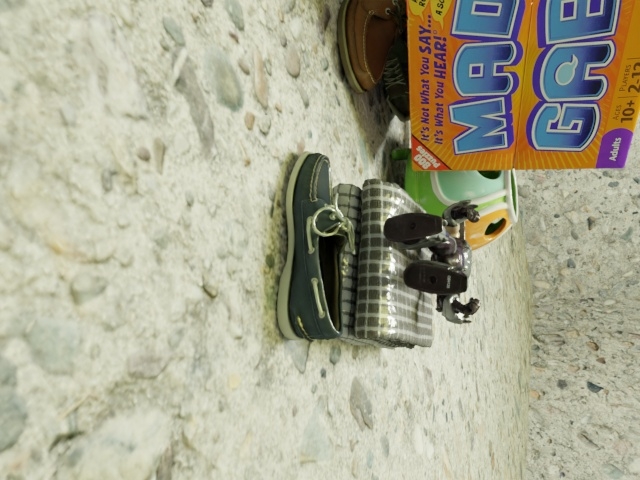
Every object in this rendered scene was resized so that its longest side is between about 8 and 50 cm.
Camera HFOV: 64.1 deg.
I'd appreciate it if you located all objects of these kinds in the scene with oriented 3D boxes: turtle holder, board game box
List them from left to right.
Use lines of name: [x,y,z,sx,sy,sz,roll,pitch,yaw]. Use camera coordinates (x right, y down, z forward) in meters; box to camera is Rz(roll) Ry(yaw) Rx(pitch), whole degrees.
turtle holder: [0.293,-0.114,1.083,0.243,0.227,0.320,67,32,-28]
board game box: [0.348,-0.370,0.913,0.357,0.356,0.356,-72,159,-48]

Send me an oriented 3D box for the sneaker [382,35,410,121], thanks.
sneaker: [0.158,-0.326,1.038,0.192,0.064,0.086,60,31,-44]

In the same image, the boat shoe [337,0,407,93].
boat shoe: [0.103,-0.404,0.905,0.110,0.104,0.308,38,52,-55]

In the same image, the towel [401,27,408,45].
towel: [0.198,-0.596,1.176,0.228,0.076,0.308,57,36,-53]

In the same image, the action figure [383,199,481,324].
action figure: [0.186,0.030,0.739,0.285,0.099,0.186,9,74,-63]

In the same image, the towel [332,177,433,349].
towel: [0.112,0.052,0.816,0.283,0.121,0.235,25,64,-59]

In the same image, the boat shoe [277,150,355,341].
boat shoe: [0.000,0.000,0.652,0.095,0.079,0.255,40,50,-53]
